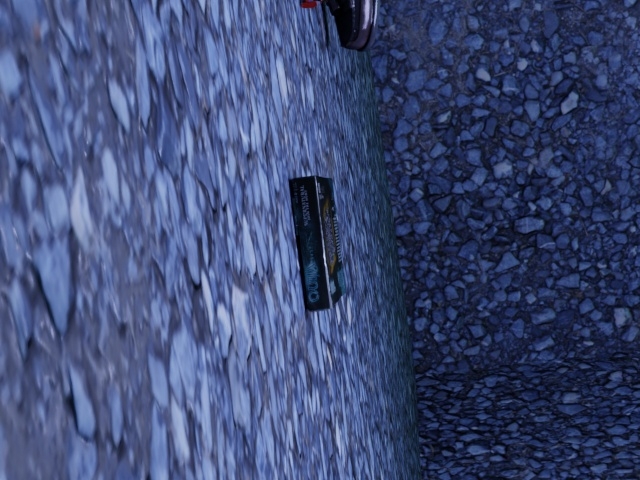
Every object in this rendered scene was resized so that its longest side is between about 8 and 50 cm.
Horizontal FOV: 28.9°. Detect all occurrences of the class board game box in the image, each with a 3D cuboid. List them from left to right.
[{"bbox_3d":[0.000,0.000,1.227,0.186,0.026,0.126,-18,101,-85],"label":"board game box"}]

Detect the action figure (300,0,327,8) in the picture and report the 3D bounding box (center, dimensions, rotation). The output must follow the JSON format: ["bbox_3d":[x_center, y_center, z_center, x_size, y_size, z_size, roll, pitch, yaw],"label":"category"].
[{"bbox_3d":[-0.010,-0.310,1.522,0.115,0.030,0.038,-88,165,-69],"label":"action figure"}]

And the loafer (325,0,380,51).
[{"bbox_3d":[0.023,-0.427,1.817,0.109,0.095,0.303,178,-91,-65],"label":"loafer"}]
